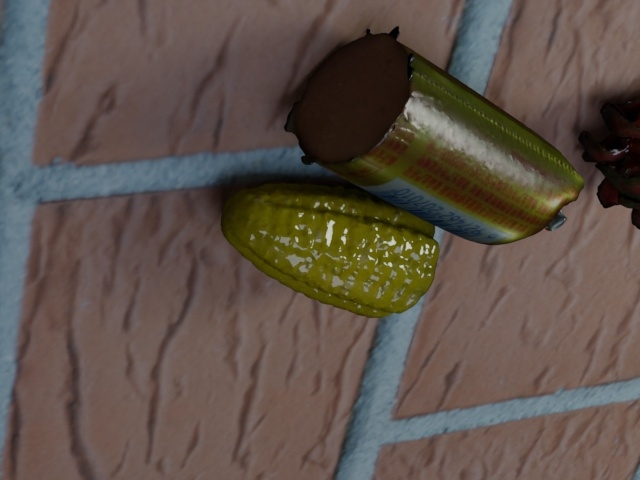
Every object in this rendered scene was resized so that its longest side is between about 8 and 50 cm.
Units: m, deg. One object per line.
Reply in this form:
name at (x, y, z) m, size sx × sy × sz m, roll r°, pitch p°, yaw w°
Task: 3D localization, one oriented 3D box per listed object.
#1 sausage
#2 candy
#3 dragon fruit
sausage at (0.122, -0.070, 1.469) m, size 0.317 × 0.117 × 0.125 m, roll 24°, pitch 116°, yaw -44°
candy at (0.000, 0.000, 1.479) m, size 0.199 × 0.094 × 0.106 m, roll 16°, pitch 85°, yaw -33°
dragon fruit at (0.316, -0.079, 1.579) m, size 0.142 × 0.130 × 0.121 m, roll -33°, pitch 170°, yaw -1°
